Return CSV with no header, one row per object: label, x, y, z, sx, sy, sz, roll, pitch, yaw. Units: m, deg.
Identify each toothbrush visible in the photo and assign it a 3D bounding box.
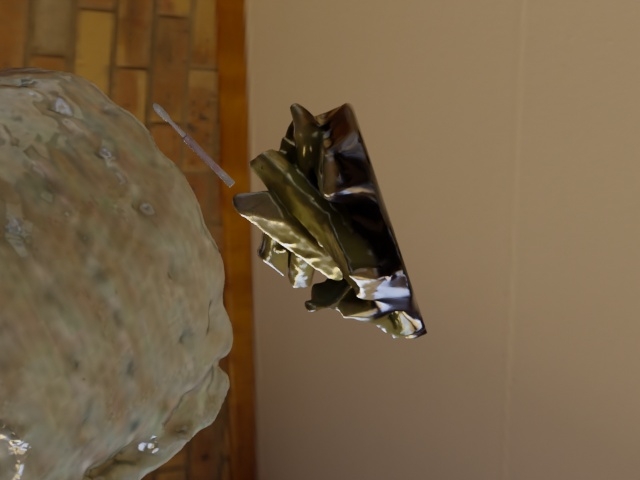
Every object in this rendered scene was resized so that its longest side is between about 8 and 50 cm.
toothbrush,-0.217,-0.163,1.968,0.014,0.194,0.017,-43,-166,4

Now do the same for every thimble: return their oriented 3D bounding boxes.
thimble,-0.202,0.047,0.709,0.291,0.195,0.292,20,-56,31

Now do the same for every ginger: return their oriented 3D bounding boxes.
ginger,0.000,0.000,1.579,0.413,0.211,0.359,-26,95,-87
